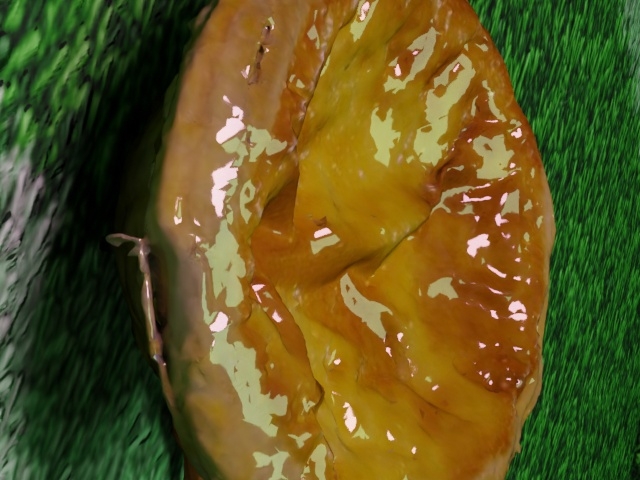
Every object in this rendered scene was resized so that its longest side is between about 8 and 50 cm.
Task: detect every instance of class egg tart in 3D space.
[{"bbox_3d":[0.000,-0.001,0.908,0.341,0.132,0.341,13,73,-53],"label":"egg tart"}]

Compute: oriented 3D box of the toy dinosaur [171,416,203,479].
[{"bbox_3d":[-0.057,0.105,1.009,0.101,0.055,0.279,132,-29,-82],"label":"toy dinosaur"}]
